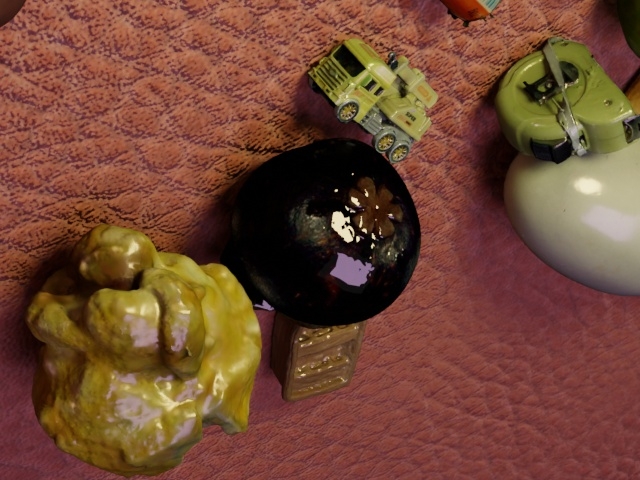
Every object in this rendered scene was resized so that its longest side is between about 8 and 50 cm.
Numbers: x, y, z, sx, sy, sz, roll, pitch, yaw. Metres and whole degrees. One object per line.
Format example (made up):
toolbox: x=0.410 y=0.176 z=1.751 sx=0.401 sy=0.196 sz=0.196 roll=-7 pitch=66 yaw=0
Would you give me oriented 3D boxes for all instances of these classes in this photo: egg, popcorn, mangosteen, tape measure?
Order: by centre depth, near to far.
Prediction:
popcorn: x=-0.203 y=0.121 z=1.387 sx=0.276 sy=0.225 sz=0.277 roll=-25 pitch=119 yaw=-55
mangosteen: x=0.000 y=0.000 z=1.467 sx=0.242 sy=0.243 sz=0.243 roll=-23 pitch=137 yaw=-22
tape measure: x=0.294 y=-0.172 z=1.579 sx=0.154 sy=0.177 sz=0.087 roll=-28 pitch=140 yaw=4
egg: x=0.397 y=-0.044 z=1.727 sx=0.370 sy=0.230 sz=0.230 roll=14 pitch=116 yaw=-40

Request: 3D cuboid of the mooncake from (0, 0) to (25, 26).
mooncake: x=-0.392 y=-0.212 z=0.961 sx=0.325 sy=0.174 sz=0.334 roll=13 pitch=116 yaw=-48

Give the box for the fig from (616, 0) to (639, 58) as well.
fig: x=0.493 y=-0.334 z=1.608 sx=0.275 sy=0.206 sz=0.206 roll=-62 pitch=151 yaw=-30

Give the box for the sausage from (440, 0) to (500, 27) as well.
sausage: x=0.107 y=-0.323 z=1.351 sx=0.083 sy=0.083 sz=0.264 roll=-49 pitch=139 yaw=9

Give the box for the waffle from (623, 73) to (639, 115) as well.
waffle: x=0.561 y=-0.235 z=1.824 sx=0.247 sy=0.055 sz=0.221 roll=22 pitch=111 yaw=-48

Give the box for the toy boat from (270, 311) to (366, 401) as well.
toy boat: x=-0.003 y=0.119 z=1.677 sx=0.116 sy=0.061 sz=0.188 roll=-13 pitch=133 yaw=-29

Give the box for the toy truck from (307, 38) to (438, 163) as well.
toy truck: x=0.069 y=-0.167 z=1.461 sx=0.100 sy=0.077 sz=0.169 roll=-46 pitch=140 yaw=9
